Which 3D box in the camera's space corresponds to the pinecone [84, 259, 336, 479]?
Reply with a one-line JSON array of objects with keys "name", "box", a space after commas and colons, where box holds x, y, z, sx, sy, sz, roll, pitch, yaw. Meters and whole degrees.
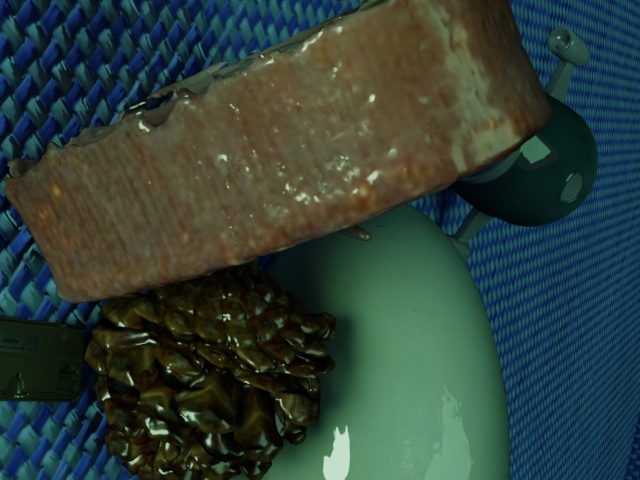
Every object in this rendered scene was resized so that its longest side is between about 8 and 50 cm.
[{"name": "pinecone", "box": [-0.076, 0.088, 0.716, 0.173, 0.173, 0.174, 7, 90, -65]}]

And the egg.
[{"name": "egg", "box": [0.033, 0.149, 0.865, 0.230, 0.230, 0.371, 14, 80, -65]}]

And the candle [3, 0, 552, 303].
[{"name": "candle", "box": [-0.029, -0.049, 0.639, 0.287, 0.317, 0.131, -26, 99, -17]}]

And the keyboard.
[{"name": "keyboard", "box": [-0.180, 0.069, 0.643, 0.129, 0.015, 0.049, 18, 75, -64]}]

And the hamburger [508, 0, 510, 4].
[{"name": "hamburger", "box": [0.148, -0.251, 1.169, 0.137, 0.087, 0.166, -53, 138, -52]}]

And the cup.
[{"name": "cup", "box": [0.208, -0.105, 1.261, 0.173, 0.167, 0.300, 15, 108, -56]}]
